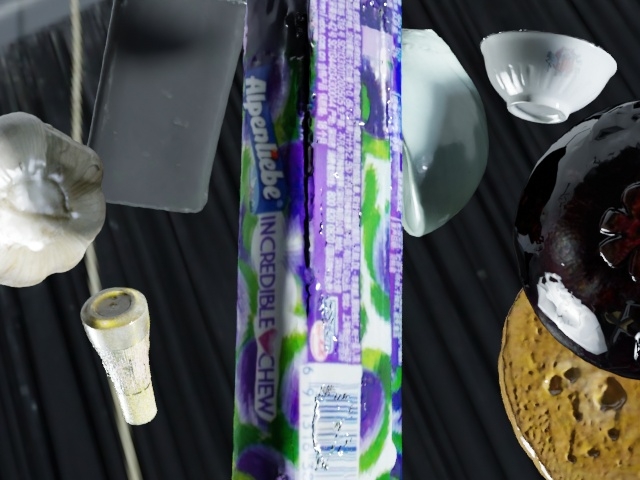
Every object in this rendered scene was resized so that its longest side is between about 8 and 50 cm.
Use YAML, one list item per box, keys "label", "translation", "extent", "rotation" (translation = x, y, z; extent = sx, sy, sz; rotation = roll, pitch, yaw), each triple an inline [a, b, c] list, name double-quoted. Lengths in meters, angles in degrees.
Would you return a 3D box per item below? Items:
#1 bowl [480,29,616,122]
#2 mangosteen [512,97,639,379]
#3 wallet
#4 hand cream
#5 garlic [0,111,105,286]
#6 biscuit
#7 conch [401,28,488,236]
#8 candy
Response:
- label: "bowl"
  translation: [0.303, -0.212, 1.782]
  extent: [0.189, 0.086, 0.189]
  rotation: [12, 169, 2]
- label: "mangosteen"
  translation: [0.323, 0.004, 1.214]
  extent: [0.288, 0.233, 0.287]
  rotation: [-16, 134, -18]
- label: "wallet"
  translation: [-0.266, -0.242, 2.217]
  extent: [0.229, 0.062, 0.406]
  rotation: [8, 117, -17]
- label: "hand cream"
  translation: [-0.248, 0.157, 1.693]
  extent: [0.084, 0.084, 0.203]
  rotation: [-16, 129, -10]
- label: "garlic"
  translation: [-0.379, -0.060, 1.563]
  extent: [0.219, 0.212, 0.218]
  rotation: [-15, 115, -34]
- label: "biscuit"
  translation: [0.453, 0.204, 1.961]
  extent: [0.365, 0.385, 0.062]
  rotation: [-12, 156, 11]
- label: "conch"
  translation: [0.101, -0.114, 1.297]
  extent: [0.121, 0.221, 0.185]
  rotation: [-27, 147, 19]
- label: "candy"
  translation: [0.000, 0.000, 0.687]
  extent: [0.061, 0.312, 0.088]
  rotation: [-5, 170, 41]
